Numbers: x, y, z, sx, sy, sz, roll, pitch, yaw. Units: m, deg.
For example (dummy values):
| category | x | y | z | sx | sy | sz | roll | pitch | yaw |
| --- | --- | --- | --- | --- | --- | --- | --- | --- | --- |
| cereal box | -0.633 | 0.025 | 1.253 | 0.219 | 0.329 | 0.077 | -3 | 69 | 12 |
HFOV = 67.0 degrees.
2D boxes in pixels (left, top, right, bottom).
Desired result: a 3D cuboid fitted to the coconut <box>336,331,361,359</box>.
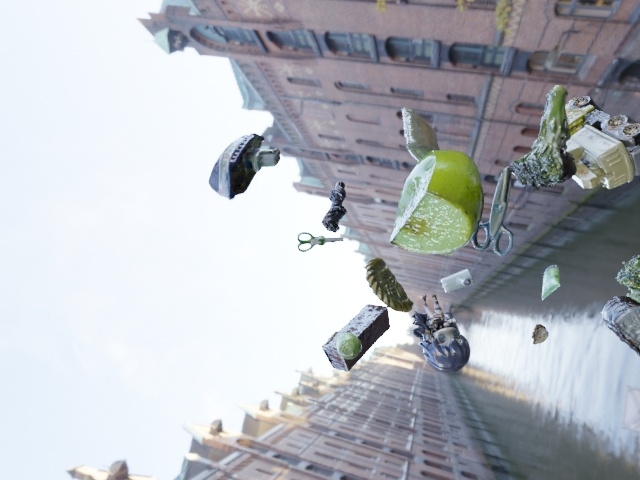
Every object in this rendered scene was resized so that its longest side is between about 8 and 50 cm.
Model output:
| category | x | y | z | sx | sy | sz | roll | pitch | yaw |
| --- | --- | --- | --- | --- | --- | --- | --- | --- | --- |
| coconut | 0.095 | 0.352 | 1.608 | 0.096 | 0.088 | 0.087 | -119 | 29 | -60 |

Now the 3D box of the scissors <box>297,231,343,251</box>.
| category | x | y | z | sx | sy | sz | roll | pitch | yaw |
| --- | --- | --- | --- | --- | --- | --- | --- | --- | --- |
| scissors | 0.000 | 0.000 | 2.105 | 0.027 | 0.204 | 0.101 | -102 | 8 | -52 |

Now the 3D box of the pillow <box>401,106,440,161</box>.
| category | x | y | z | sx | sy | sz | roll | pitch | yaw |
| --- | --- | --- | --- | --- | --- | --- | --- | --- | --- |
| pillow | 0.372 | -0.364 | 1.760 | 0.075 | 0.185 | 0.302 | -42 | 27 | 34 |

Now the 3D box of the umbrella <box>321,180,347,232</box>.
| category | x | y | z | sx | sy | sz | roll | pitch | yaw |
| --- | --- | --- | --- | --- | --- | --- | --- | --- | --- |
| umbrella | 0.066 | -0.135 | 1.843 | 0.080 | 0.071 | 0.224 | 46 | -136 | -36 |

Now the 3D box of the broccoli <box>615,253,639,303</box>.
| category | x | y | z | sx | sy | sz | roll | pitch | yaw |
| --- | --- | --- | --- | --- | --- | --- | --- | --- | --- |
| broccoli | 1.152 | 0.138 | 1.573 | 0.288 | 0.248 | 0.245 | -35 | 32 | 44 |

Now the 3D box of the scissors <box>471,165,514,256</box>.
| category | x | y | z | sx | sy | sz | roll | pitch | yaw |
| --- | --- | --- | --- | --- | --- | --- | --- | --- | --- |
| scissors | 0.573 | -0.095 | 1.555 | 0.041 | 0.138 | 0.289 | -10 | -67 | -48 |

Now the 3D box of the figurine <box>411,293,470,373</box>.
| category | x | y | z | sx | sy | sz | roll | pitch | yaw |
| --- | --- | --- | --- | --- | --- | --- | --- | --- | --- |
| figurine | 0.425 | 0.342 | 1.725 | 0.265 | 0.175 | 0.197 | -100 | -9 | -45 |

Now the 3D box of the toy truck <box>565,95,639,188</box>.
| category | x | y | z | sx | sy | sz | roll | pitch | yaw |
| --- | --- | --- | --- | --- | --- | --- | --- | --- | --- |
| toy truck | 0.935 | -0.332 | 1.674 | 0.180 | 0.254 | 0.405 | 55 | -168 | -33 |

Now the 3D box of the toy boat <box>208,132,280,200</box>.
| category | x | y | z | sx | sy | sz | roll | pitch | yaw |
| --- | --- | --- | --- | --- | --- | --- | --- | --- | --- |
| toy boat | -0.183 | -0.189 | 1.223 | 0.114 | 0.115 | 0.262 | 85 | -153 | -44 |

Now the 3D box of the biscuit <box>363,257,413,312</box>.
| category | x | y | z | sx | sy | sz | roll | pitch | yaw |
| --- | --- | --- | --- | --- | --- | --- | --- | --- | --- |
| biscuit | 0.271 | 0.190 | 2.007 | 0.187 | 0.273 | 0.036 | -14 | -26 | -49 |

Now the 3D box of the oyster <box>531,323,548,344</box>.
| category | x | y | z | sx | sy | sz | roll | pitch | yaw |
| --- | --- | --- | --- | --- | --- | --- | --- | --- | --- |
| oyster | 0.639 | 0.272 | 1.417 | 0.083 | 0.054 | 0.019 | 58 | -178 | -38 |

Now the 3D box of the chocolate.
| category | x | y | z | sx | sy | sz | roll | pitch | yaw |
| --- | --- | --- | --- | --- | --- | --- | --- | --- | --- |
| chocolate | 0.145 | 0.373 | 1.857 | 0.321 | 0.112 | 0.112 | -36 | -63 | -40 |

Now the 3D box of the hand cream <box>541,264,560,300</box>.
| category | x | y | z | sx | sy | sz | roll | pitch | yaw |
| --- | --- | --- | --- | --- | --- | --- | --- | --- | --- |
| hand cream | 0.894 | 0.156 | 1.874 | 0.095 | 0.046 | 0.175 | -56 | -5 | 38 |

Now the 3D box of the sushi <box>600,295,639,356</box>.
| category | x | y | z | sx | sy | sz | roll | pitch | yaw |
| --- | --- | --- | --- | --- | --- | --- | --- | --- | --- |
| sushi | 0.990 | 0.273 | 1.503 | 0.124 | 0.225 | 0.127 | -46 | 2 | 13 |

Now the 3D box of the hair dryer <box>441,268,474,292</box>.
| category | x | y | z | sx | sy | sz | roll | pitch | yaw |
| --- | --- | --- | --- | --- | --- | --- | --- | --- | --- |
| hair dryer | 0.602 | 0.182 | 2.076 | 0.236 | 0.131 | 0.073 | -2 | -110 | -85 |

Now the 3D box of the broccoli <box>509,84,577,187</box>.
| category | x | y | z | sx | sy | sz | roll | pitch | yaw |
| --- | --- | --- | --- | --- | --- | --- | --- | --- | --- |
| broccoli | 0.630 | -0.289 | 1.337 | 0.165 | 0.146 | 0.304 | 110 | 179 | -78 |

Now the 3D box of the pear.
| category | x | y | z | sx | sy | sz | roll | pitch | yaw |
| --- | --- | --- | --- | --- | --- | --- | --- | --- | --- |
| pear | 0.391 | -0.143 | 1.537 | 0.342 | 0.239 | 0.318 | 114 | 177 | -61 |
